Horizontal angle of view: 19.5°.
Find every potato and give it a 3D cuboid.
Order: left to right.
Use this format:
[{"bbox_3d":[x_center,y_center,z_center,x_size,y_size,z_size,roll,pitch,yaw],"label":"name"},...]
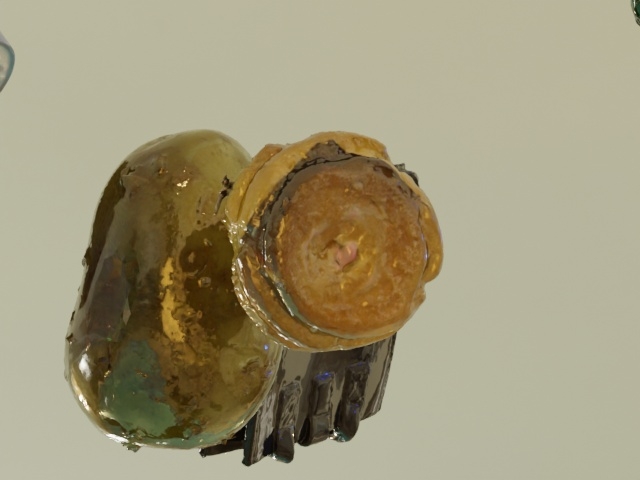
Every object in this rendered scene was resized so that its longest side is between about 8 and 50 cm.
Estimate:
[{"bbox_3d":[-0.131,0.049,1.718,0.210,0.307,0.173,9,4,42],"label":"potato"}]

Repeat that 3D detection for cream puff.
[{"bbox_3d":[0.000,0.000,1.521,0.189,0.189,0.129,2,3,-19],"label":"cream puff"}]

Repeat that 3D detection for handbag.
[{"bbox_3d":[-0.024,0.077,2.058,0.122,0.329,0.303,13,14,29],"label":"handbag"}]

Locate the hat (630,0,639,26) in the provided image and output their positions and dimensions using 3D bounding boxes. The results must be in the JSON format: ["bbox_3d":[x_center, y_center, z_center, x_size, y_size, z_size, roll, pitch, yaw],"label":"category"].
[{"bbox_3d":[0.423,-0.250,1.489,0.332,0.274,0.242,11,-29,18],"label":"hat"}]

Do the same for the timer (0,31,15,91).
[{"bbox_3d":[-0.524,-0.128,1.913,0.395,0.173,0.395,-34,-16,-11],"label":"timer"}]
